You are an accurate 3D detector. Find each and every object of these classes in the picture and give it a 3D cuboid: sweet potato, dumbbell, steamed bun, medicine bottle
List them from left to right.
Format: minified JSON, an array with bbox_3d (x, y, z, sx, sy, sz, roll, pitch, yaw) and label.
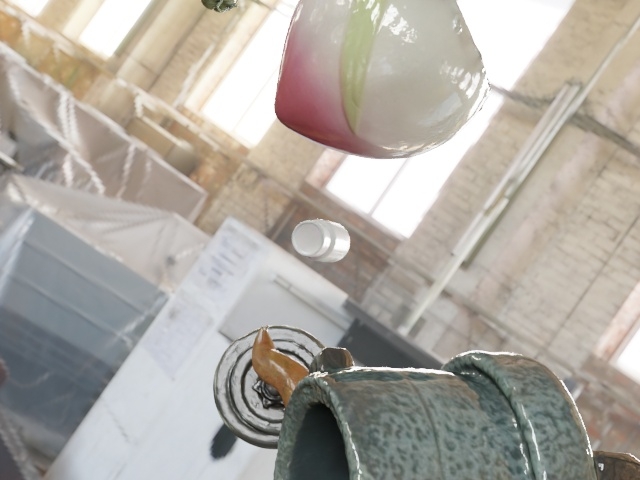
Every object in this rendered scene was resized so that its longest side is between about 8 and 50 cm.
[{"bbox_3d":[-0.067,0.236,1.643,0.192,0.192,0.290,35,-9,6],"label":"dumbbell"},{"bbox_3d":[-0.038,0.192,1.375,0.058,0.055,0.202,9,28,-40],"label":"sweet potato"},{"bbox_3d":[0.000,0.000,1.298,0.052,0.052,0.089,35,9,19],"label":"medicine bottle"},{"bbox_3d":[0.063,-0.242,1.432,0.309,0.309,0.309,35,-1,1],"label":"steamed bun"}]

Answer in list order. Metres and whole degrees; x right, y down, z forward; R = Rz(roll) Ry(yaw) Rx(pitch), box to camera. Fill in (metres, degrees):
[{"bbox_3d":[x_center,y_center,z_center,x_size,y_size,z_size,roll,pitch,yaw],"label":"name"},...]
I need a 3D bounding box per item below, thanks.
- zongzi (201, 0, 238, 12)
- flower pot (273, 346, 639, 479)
[{"bbox_3d":[-0.129,-0.296,1.056,0.119,0.109,0.055,21,-23,-20],"label":"zongzi"},{"bbox_3d":[0.114,0.235,0.923,0.282,0.299,0.299,2,10,-17],"label":"flower pot"}]
